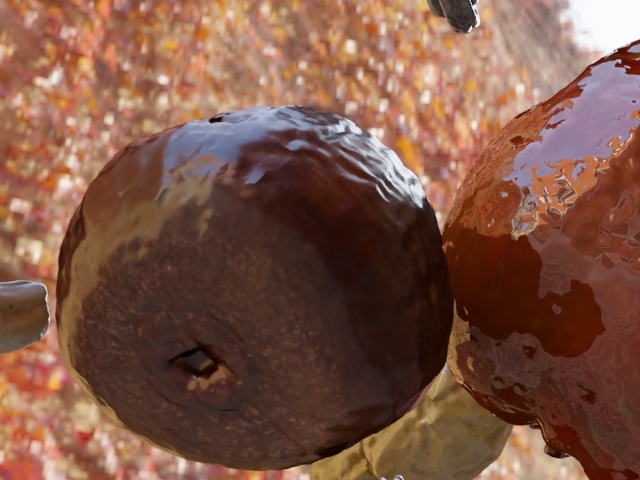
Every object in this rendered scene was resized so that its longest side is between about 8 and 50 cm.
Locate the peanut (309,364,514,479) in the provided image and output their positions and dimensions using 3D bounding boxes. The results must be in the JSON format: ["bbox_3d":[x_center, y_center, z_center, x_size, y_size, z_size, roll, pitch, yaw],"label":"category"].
[{"bbox_3d":[0.085,0.193,1.605,0.147,0.147,0.305,20,-29,-16],"label":"peanut"}]

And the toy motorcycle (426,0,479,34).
[{"bbox_3d":[0.044,-0.231,0.918,0.074,0.151,0.228,-19,-57,11],"label":"toy motorcycle"}]

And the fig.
[{"bbox_3d":[0.000,0.000,0.628,0.146,0.201,0.133,9,-65,29],"label":"fig"}]

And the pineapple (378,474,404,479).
[{"bbox_3d":[0.057,0.264,1.186,0.202,0.202,0.362,3,-1,2],"label":"pineapple"}]

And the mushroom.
[{"bbox_3d":[-0.471,0.051,1.847,0.351,0.122,0.095,22,-7,-27],"label":"mushroom"}]

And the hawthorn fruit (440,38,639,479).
[{"bbox_3d":[0.168,-0.008,0.689,0.207,0.207,0.243,29,-86,-23],"label":"hawthorn fruit"}]
